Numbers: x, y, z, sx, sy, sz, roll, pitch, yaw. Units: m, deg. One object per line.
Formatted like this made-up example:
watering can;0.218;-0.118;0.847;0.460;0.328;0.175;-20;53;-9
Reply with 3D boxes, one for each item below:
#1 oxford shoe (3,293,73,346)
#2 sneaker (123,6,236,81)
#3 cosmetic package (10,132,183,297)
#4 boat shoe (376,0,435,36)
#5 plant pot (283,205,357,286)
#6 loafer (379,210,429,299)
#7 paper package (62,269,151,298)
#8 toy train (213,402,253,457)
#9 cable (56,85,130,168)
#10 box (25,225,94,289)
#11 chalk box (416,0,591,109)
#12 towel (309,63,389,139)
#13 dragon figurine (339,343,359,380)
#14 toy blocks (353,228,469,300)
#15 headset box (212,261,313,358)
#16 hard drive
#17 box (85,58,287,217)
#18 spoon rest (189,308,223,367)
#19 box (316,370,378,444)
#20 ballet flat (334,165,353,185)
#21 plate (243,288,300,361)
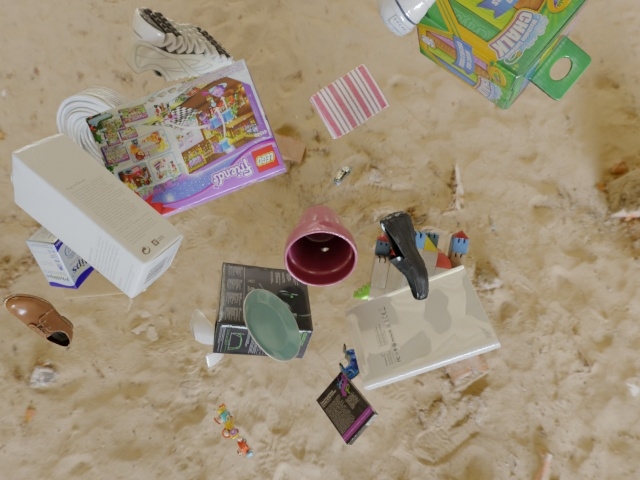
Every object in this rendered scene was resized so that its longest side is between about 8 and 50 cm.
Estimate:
oxford shoe;-0.744;0.216;1.136;0.076;0.212;0.076;-38;44;-6
sneaker;-0.298;-0.403;0.925;0.110;0.292;0.118;48;116;13
cosmetic package;-0.325;-0.034;0.621;0.231;0.117;0.085;42;45;-2
boat shoe;0.113;-0.361;0.545;0.083;0.075;0.226;19;56;-43
plant pot;0.000;0.000;1.212;0.201;0.201;0.180;4;37;-4
loafer;0.200;0.041;1.022;0.078;0.076;0.223;-19;95;-10
paper package;-0.860;0.054;1.698;0.324;0.168;0.310;-5;110;-4
toy train;-0.265;0.568;1.261;0.046;0.125;0.166;-33;45;-15
cable;-0.531;-0.257;1.077;0.257;0.257;0.089;35;44;-11
box;-0.575;0.019;0.972;0.072;0.137;0.126;6;40;8
chalk box;0.341;-0.374;0.768;0.289;0.179;0.180;40;100;14
towel;0.085;-0.405;1.240;0.197;0.029;0.144;-33;98;-3
dragon figurine;0.148;0.463;1.567;0.144;0.085;0.289;2;40;16
toy blocks;0.314;0.080;1.370;0.381;0.191;0.261;9;100;4
headset box;-0.163;0.205;1.259;0.283;0.131;0.246;7;37;-15
hard drive;0.255;0.230;1.130;0.353;0.047;0.233;-23;51;14
box;-0.231;-0.167;0.752;0.293;0.057;0.201;-20;93;0
spoon rest;-0.410;0.348;1.541;0.084;0.276;0.137;-14;118;-24
box;0.072;0.470;1.199;0.116;0.029;0.162;-49;49;4
ballet flat;0.092;-0.270;1.704;0.041;0.041;0.114;37;68;4
plate;-0.119;0.202;1.008;0.024;0.188;0.188;-36;82;24
